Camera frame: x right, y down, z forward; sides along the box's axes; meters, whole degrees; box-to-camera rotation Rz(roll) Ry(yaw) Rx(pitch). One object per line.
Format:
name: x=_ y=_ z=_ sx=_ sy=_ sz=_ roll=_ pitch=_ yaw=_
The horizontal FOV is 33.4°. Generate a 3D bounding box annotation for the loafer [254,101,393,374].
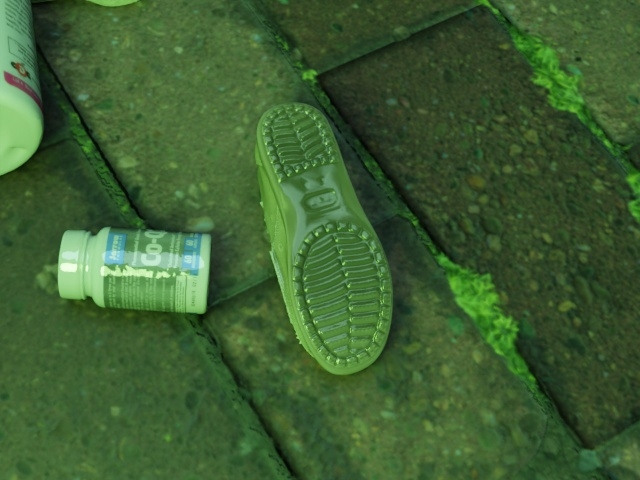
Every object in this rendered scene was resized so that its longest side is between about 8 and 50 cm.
loafer: x=0.000 y=0.000 z=1.042 sx=0.102 sy=0.092 sz=0.268 roll=-11 pitch=79 yaw=-11

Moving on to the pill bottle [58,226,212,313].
pill bottle: x=-0.173 y=0.027 z=1.008 sx=0.137 sy=0.078 sz=0.078 roll=4 pitch=61 yaw=-5

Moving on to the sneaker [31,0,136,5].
sneaker: x=-0.268 y=-0.312 z=1.197 sx=0.152 sy=0.058 sz=0.084 roll=-1 pitch=69 yaw=0

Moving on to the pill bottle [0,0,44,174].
pill bottle: x=-0.370 y=-0.215 z=1.072 sx=0.160 sy=0.160 sz=0.283 roll=-7 pitch=62 yaw=-11
